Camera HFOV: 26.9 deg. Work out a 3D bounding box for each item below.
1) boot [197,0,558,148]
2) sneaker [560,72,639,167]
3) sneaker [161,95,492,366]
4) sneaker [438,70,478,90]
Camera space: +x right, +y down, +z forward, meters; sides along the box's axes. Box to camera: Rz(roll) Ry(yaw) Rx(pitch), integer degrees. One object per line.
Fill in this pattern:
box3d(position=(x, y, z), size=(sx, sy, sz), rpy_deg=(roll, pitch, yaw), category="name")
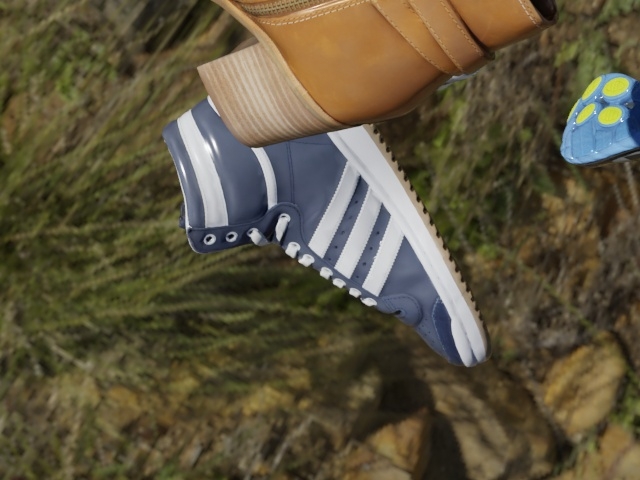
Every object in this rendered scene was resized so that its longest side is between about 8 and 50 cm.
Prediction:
box3d(position=(-0.006, -0.138, 0.525), size=(0.152, 0.073, 0.197), rpy_deg=(-18, 115, 35), category="boot")
box3d(position=(0.228, -0.072, 0.853), size=(0.078, 0.067, 0.188), rpy_deg=(31, 158, -31), category="sneaker")
box3d(position=(0.000, 0.000, 0.959), size=(0.153, 0.099, 0.282), rpy_deg=(-32, 106, 3), category="sneaker")
box3d(position=(0.082, -0.220, 0.882), size=(0.090, 0.235, 0.095), rpy_deg=(-6, 177, -16), category="sneaker")
